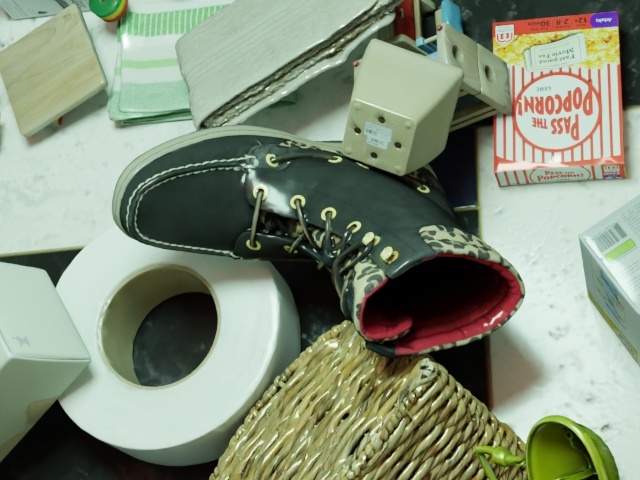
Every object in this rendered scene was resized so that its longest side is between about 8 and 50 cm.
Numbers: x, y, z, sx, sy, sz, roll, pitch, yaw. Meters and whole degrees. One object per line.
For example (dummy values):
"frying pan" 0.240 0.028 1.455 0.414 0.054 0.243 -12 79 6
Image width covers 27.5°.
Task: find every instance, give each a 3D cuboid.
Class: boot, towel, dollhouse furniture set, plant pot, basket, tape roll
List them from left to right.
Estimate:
"tape roll" -0.170 0.111 1.492 0.286 0.100 0.286 -5 69 13
"towel" -0.153 -0.310 1.682 0.248 0.038 0.324 -6 68 13
"towel" -0.043 -0.251 1.548 0.282 0.049 0.187 -31 41 10
"boot" 0.000 0.000 1.334 0.284 0.377 0.138 -129 46 -54
"basket" 0.041 0.262 1.379 0.299 0.223 0.213 -52 33 -7
"plant pot" 0.077 -0.131 1.384 0.109 0.109 0.096 21 41 12
"dollhouse furniture set" 0.123 -0.230 1.499 0.129 0.129 0.183 -19 62 36

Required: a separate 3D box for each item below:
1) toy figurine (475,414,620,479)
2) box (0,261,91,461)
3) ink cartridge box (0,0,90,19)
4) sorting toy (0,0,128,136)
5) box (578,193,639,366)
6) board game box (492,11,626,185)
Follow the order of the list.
"toy figurine" 0.323 0.328 1.258 0.217 0.191 0.362 -12 81 -26
"box" -0.411 0.176 1.457 0.311 0.121 0.148 -45 59 22
"ink cartridge box" -0.356 -0.350 1.714 0.150 0.109 0.063 -4 68 14
"sorting toy" -0.346 -0.209 1.685 0.274 0.046 0.132 -30 64 14
"box" 0.340 0.037 1.320 0.114 0.203 0.103 -33 65 -1
"board game box" 0.274 -0.163 1.502 0.147 0.045 0.193 -4 69 15
